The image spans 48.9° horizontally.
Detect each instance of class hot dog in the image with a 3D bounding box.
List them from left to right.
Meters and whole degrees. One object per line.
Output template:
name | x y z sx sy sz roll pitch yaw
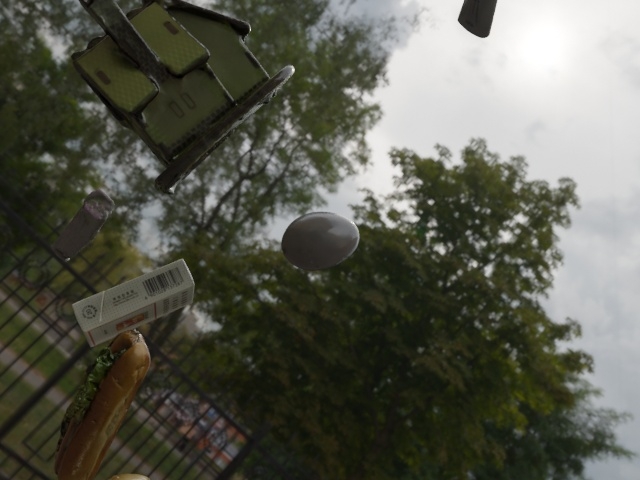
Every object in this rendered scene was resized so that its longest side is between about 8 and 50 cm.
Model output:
hot dog | -0.425 0.309 1.344 0.100 0.337 0.135 25 8 -24

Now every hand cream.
hand cream | 0.326 -0.508 1.391 0.079 0.048 0.255 41 -21 19

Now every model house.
model house | -0.199 -0.221 0.822 0.279 0.205 0.218 49 -10 -9

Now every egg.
egg | 0.000 0.000 1.757 0.146 0.198 0.146 170 -90 -87

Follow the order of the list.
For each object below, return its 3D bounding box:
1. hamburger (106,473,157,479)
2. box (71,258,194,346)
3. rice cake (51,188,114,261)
hamburger | -0.178 0.300 0.577 0.108 0.214 0.214 26 -16 0
box | -0.535 0.184 2.038 0.095 0.330 0.210 61 -20 13
rice cake | -0.429 -0.021 1.263 0.055 0.049 0.270 37 -35 -15
